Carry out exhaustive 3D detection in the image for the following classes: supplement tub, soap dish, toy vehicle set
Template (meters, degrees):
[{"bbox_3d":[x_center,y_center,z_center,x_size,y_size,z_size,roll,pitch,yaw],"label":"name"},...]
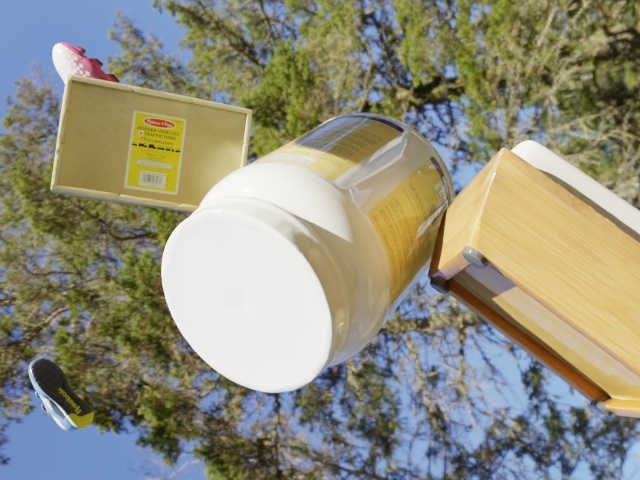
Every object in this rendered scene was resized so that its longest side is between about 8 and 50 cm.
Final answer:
[{"bbox_3d":[0.000,0.000,0.777,0.331,0.241,0.241,-39,-67,-52],"label":"supplement tub"},{"bbox_3d":[0.243,0.052,0.625,0.290,0.229,0.118,38,-100,5],"label":"soap dish"},{"bbox_3d":[-0.240,-0.131,0.959,0.266,0.035,0.166,9,-96,-16],"label":"toy vehicle set"}]

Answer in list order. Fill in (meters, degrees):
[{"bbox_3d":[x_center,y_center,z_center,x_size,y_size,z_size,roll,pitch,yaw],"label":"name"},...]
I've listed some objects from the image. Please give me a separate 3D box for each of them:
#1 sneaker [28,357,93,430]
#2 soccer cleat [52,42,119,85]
[{"bbox_3d":[-0.451,0.266,1.121,0.144,0.059,0.053,55,-143,-1],"label":"sneaker"},{"bbox_3d":[-0.436,-0.240,1.331,0.143,0.116,0.331,-48,-69,-16],"label":"soccer cleat"}]
